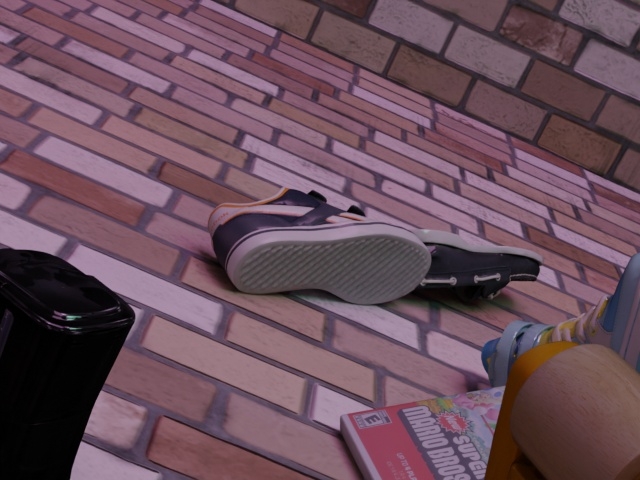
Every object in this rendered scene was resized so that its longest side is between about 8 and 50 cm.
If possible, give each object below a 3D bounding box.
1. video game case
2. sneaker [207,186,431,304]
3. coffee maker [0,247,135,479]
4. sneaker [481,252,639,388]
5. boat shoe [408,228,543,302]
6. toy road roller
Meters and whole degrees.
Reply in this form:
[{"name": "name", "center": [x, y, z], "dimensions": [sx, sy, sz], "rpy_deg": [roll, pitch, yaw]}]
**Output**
[{"name": "video game case", "center": [0.184, 0.221, 1.304], "dimensions": [0.285, 0.025, 0.204], "rpy_deg": [-8, 30, -15]}, {"name": "sneaker", "center": [0.000, 0.000, 1.670], "dimensions": [0.321, 0.126, 0.127], "rpy_deg": [7, 32, -39]}, {"name": "coffee maker", "center": [-0.220, 0.118, 1.017], "dimensions": [0.171, 0.178, 0.120], "rpy_deg": [27, 20, 5]}, {"name": "sneaker", "center": [0.295, 0.120, 1.502], "dimensions": [0.208, 0.319, 0.127], "rpy_deg": [25, 39, 24]}, {"name": "boat shoe", "center": [0.215, 0.047, 1.875], "dimensions": [0.303, 0.091, 0.114], "rpy_deg": [8, -10, -37]}, {"name": "toy road roller", "center": [0.283, 0.245, 1.095], "dimensions": [0.241, 0.329, 0.202], "rpy_deg": [-10, 33, -23]}]
